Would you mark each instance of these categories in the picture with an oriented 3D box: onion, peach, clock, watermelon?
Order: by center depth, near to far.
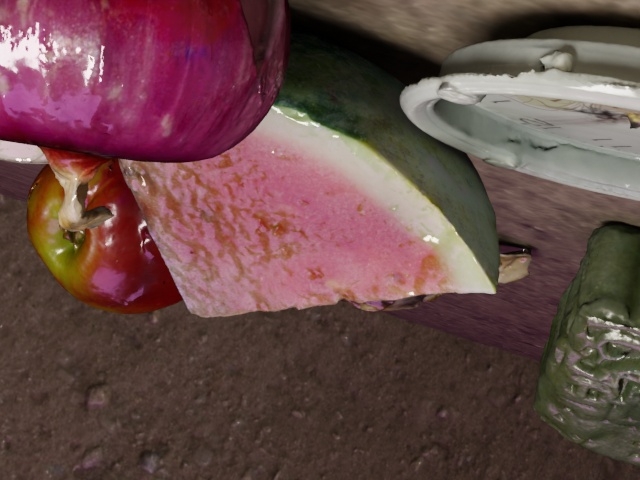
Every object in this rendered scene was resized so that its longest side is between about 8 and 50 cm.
[{"bbox_3d":[-0.101,-0.094,0.657,0.177,0.153,0.177,17,163,6],"label":"onion"},{"bbox_3d":[0.158,-0.061,0.732,0.236,0.053,0.236,13,176,1],"label":"clock"},{"bbox_3d":[-0.019,-0.044,0.869,0.260,0.176,0.256,-7,174,23],"label":"watermelon"},{"bbox_3d":[-0.171,-0.025,1.432,0.197,0.197,0.197,15,175,2],"label":"peach"}]

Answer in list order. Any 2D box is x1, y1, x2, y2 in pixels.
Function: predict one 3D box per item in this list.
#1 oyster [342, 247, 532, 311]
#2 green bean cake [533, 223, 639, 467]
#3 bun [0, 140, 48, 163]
[{"bbox_3d":[0.045,0.016,1.590,0.355,0.107,0.201,12,170,36],"label":"oyster"},{"bbox_3d":[0.304,0.106,1.271,0.223,0.125,0.227,13,148,7],"label":"green bean cake"},{"bbox_3d":[-0.188,-0.116,0.998,0.138,0.094,0.138,4,-153,-2],"label":"bun"}]
